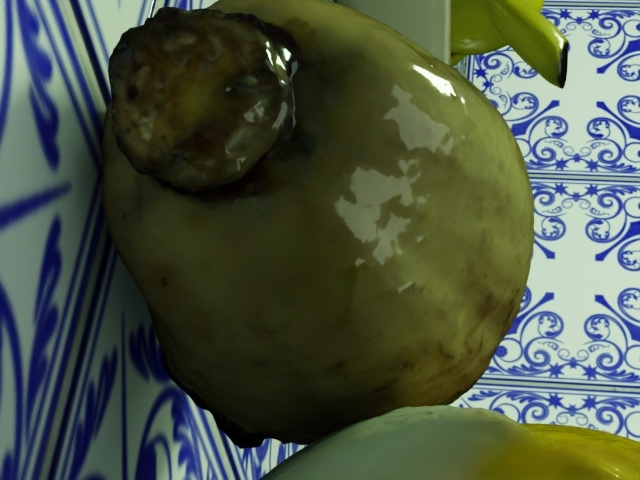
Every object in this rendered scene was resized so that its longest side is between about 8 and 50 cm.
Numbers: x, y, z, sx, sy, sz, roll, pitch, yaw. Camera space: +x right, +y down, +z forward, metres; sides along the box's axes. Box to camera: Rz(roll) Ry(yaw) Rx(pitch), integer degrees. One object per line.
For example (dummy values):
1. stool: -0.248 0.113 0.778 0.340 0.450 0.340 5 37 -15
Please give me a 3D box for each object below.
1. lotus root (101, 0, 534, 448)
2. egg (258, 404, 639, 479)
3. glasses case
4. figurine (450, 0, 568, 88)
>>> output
1. lotus root: 0.000 0.000 0.502 0.154 0.140 0.257 -51 157 -1
2. egg: 0.061 0.221 0.484 0.345 0.283 0.283 88 9 -50
3. glasses case: 0.052 -0.172 0.983 0.050 0.083 0.196 -81 171 -48
4. figurine: 0.146 -0.287 1.348 0.169 0.218 0.327 33 57 -32
